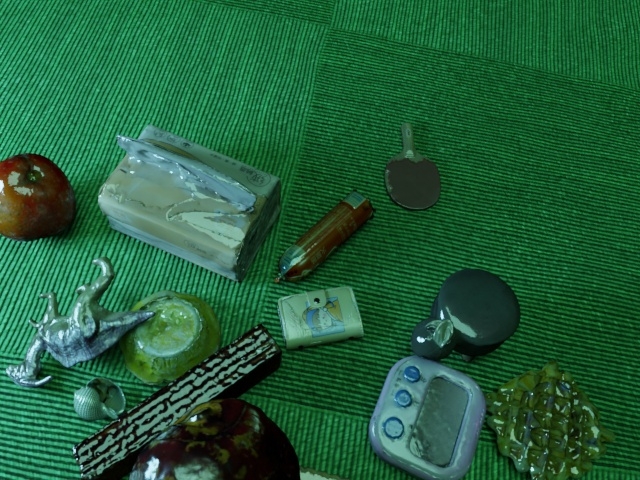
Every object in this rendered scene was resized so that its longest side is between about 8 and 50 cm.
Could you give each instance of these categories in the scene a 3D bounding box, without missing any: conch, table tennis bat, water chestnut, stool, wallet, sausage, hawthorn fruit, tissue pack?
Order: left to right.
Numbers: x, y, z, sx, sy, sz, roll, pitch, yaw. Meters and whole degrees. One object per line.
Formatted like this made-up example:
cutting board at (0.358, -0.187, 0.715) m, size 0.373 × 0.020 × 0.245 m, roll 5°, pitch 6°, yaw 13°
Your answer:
hawthorn fruit at (-0.569, -0.088, 1.194) m, size 0.172 × 0.173 × 0.173 m, roll 3°, pitch 61°, yaw -5°
conch at (-0.393, 0.285, 1.078) m, size 0.085 × 0.056 × 0.076 m, roll 43°, pitch 43°, yaw -18°
tissue pack at (-0.250, -0.095, 1.204) m, size 0.305 × 0.239 × 0.239 m, roll 23°, pitch 62°, yaw 6°
water chestnut at (-0.160, 0.388, 0.923) m, size 0.244 × 0.289 × 0.289 m, roll 33°, pitch 63°, yaw 12°
wallet at (-0.001, 0.150, 1.202) m, size 0.154 × 0.039 × 0.111 m, roll -8°, pitch 64°, yaw -12°
sausage at (0.000, 0.000, 1.266) m, size 0.083 × 0.083 × 0.264 m, roll 41°, pitch 67°, yaw 16°
table tennis bat at (0.209, -0.173, 1.413) m, size 0.130 × 0.022 × 0.235 m, roll 0°, pitch 63°, yaw -6°
stool at (0.267, 0.150, 1.174) m, size 0.227 × 0.139 × 0.154 m, roll -8°, pitch 62°, yaw -11°

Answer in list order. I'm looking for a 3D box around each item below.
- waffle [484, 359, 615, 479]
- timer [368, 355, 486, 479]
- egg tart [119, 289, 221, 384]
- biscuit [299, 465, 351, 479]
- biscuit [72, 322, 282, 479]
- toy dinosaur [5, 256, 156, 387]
waffle at (0.423, 0.343, 1.136) m, size 0.223 × 0.054 × 0.204 m, roll -21°, pitch 66°, yaw -18°
timer at (0.194, 0.326, 1.112) m, size 0.190 × 0.069 × 0.209 m, roll 24°, pitch 61°, yaw 7°
egg tart at (-0.283, 0.169, 1.141) m, size 0.197 × 0.078 × 0.197 m, roll 4°, pitch 60°, yaw -6°
biscuit at (-0.009, 0.546, 0.981) m, size 0.216 × 0.044 × 0.325 m, roll 16°, pitch 64°, yaw 0°
biscuit at (-0.239, 0.286, 1.063) m, size 0.388 × 0.107 × 0.073 m, roll -33°, pitch 69°, yaw -21°
toy dinosaur at (-0.444, 0.153, 1.105) m, size 0.294 × 0.077 × 0.162 m, roll -31°, pitch 66°, yaw 14°
